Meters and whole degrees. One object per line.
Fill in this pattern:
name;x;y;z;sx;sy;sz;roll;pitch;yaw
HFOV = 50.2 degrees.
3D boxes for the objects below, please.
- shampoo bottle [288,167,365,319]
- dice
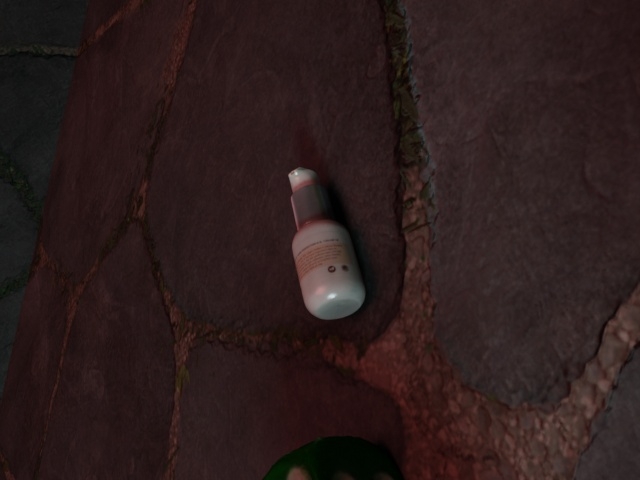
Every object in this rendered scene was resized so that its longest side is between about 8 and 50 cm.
shampoo bottle;0.000;0.000;0.828;0.074;0.074;0.192;-44;47;37
dice;0.012;0.286;0.696;0.128;0.120;0.131;-53;45;29
